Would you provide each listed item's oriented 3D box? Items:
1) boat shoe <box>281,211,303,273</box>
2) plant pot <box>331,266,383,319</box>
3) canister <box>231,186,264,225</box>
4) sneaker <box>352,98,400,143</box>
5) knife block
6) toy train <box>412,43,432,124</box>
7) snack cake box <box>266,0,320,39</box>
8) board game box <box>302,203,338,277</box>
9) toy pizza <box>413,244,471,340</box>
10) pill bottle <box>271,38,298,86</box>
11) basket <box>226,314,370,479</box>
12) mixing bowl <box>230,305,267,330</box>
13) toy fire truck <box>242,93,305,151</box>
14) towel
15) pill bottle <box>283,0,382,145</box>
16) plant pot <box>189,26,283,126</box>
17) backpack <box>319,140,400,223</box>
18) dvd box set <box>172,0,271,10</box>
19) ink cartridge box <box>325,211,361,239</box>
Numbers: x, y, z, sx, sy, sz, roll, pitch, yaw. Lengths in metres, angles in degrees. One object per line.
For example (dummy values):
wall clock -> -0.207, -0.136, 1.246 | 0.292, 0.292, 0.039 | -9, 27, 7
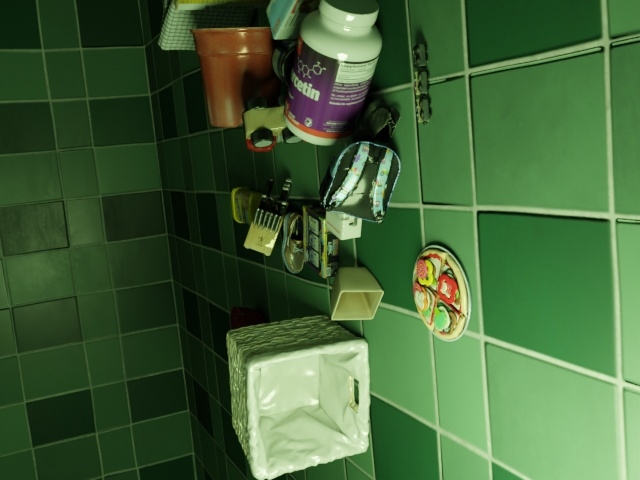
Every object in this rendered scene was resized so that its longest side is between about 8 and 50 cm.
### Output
boat shoe -> -0.074, 0.008, 2.023 | 0.066, 0.066, 0.183 | 7, 104, 63
plant pot -> 0.080, 0.124, 1.692 | 0.096, 0.109, 0.109 | -105, 22, -43
canister -> -0.240, -0.113, 2.336 | 0.170, 0.073, 0.126 | 20, 117, 61
sneaker -> 0.123, -0.244, 1.528 | 0.170, 0.051, 0.089 | 119, 141, -48
knife block -> -0.151, -0.084, 2.115 | 0.275, 0.088, 0.242 | -94, 25, -85
toy train -> 0.200, -0.310, 1.368 | 0.036, 0.027, 0.158 | -168, 71, -68
snack cake box -> -0.012, -0.578, 1.589 | 0.264, 0.152, 0.089 | -42, 59, 61
board game box -> 0.000, 0.000, 1.882 | 0.141, 0.048, 0.170 | -142, 48, -59
toy pizza -> 0.240, 0.110, 1.416 | 0.201, 0.032, 0.201 | 33, 127, 58
pill bottle -> -0.058, -0.452, 1.746 | 0.219, 0.123, 0.122 | -119, 29, -64
basket -> -0.070, 0.399, 1.833 | 0.266, 0.331, 0.328 | -151, 57, -63
mixing bowl -> -0.250, 0.317, 2.468 | 0.181, 0.098, 0.181 | 31, 125, 59
toy fire truck -> -0.099, -0.305, 1.825 | 0.246, 0.217, 0.158 | 120, 140, -76
towel -> -0.360, -0.702, 2.145 | 0.235, 0.284, 0.121 | -52, 50, 57
pill bottle -> 0.028, -0.384, 1.531 | 0.181, 0.182, 0.323 | 61, 149, 38
plant pot -> -0.222, -0.463, 1.940 | 0.272, 0.272, 0.265 | 30, 126, 60
backpack -> 0.089, -0.143, 1.522 | 0.117, 0.158, 0.173 | -108, 33, -63
dvd box set -> -0.207, -0.779, 1.761 | 0.062, 0.308, 0.420 | 66, 151, 26
ink cartridge box -> 0.059, -0.083, 1.713 | 0.099, 0.056, 0.135 | -137, 45, -54
